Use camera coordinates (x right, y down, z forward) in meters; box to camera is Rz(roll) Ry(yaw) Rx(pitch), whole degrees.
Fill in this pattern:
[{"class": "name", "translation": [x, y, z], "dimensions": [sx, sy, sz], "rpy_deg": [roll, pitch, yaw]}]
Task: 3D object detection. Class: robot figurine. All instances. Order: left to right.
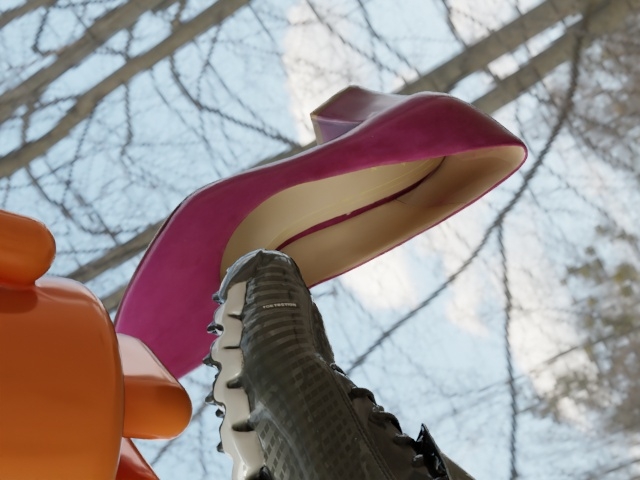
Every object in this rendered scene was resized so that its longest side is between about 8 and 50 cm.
[{"class": "robot figurine", "translation": [-0.164, 0.071, 0.487], "dimensions": [0.219, 0.158, 0.128], "rpy_deg": [10, -127, -31]}]

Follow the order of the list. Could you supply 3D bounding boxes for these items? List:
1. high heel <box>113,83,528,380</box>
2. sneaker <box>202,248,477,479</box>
[{"class": "high heel", "translation": [0.000, 0.000, 0.993], "dimensions": [0.377, 0.181, 0.127], "rpy_deg": [-50, -41, -27]}, {"class": "sneaker", "translation": [0.019, 0.101, 0.488], "dimensions": [0.078, 0.106, 0.234], "rpy_deg": [65, -169, -56]}]
